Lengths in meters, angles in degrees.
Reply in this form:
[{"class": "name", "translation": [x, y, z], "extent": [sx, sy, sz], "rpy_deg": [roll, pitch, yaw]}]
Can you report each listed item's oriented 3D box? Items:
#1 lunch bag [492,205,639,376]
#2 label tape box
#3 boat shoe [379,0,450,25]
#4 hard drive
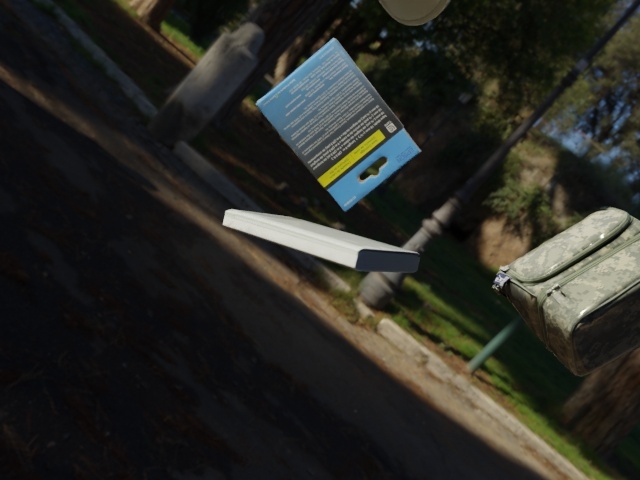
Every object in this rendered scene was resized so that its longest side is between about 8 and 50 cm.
[{"class": "lunch bag", "translation": [0.536, 0.084, 1.377], "extent": [0.212, 0.305, 0.256], "rpy_deg": [60, -4, -39]}, {"class": "label tape box", "translation": [0.042, -0.274, 1.650], "extent": [0.333, 0.241, 0.106], "rpy_deg": [51, 5, -11]}, {"class": "boat shoe", "translation": [0.150, -0.356, 0.800], "extent": [0.116, 0.099, 0.319], "rpy_deg": [49, -15, -1]}, {"class": "hard drive", "translation": [0.000, 0.000, 1.259], "extent": [0.308, 0.040, 0.203], "rpy_deg": [16, 7, 37]}]
